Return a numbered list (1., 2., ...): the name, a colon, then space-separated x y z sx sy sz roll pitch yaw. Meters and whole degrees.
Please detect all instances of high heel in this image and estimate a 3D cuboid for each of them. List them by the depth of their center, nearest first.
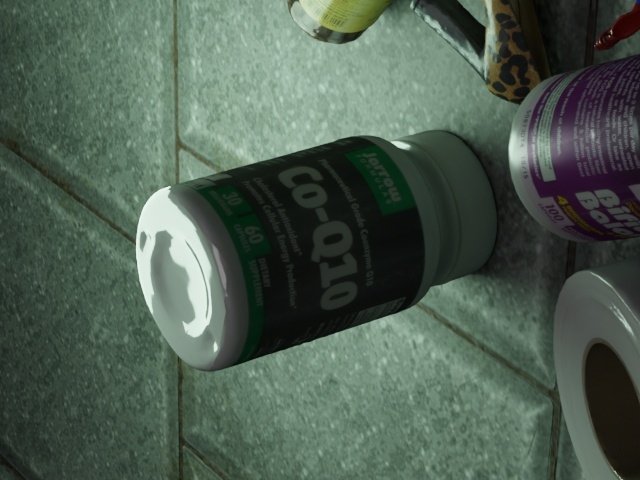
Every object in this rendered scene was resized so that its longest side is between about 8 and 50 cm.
1. high heel: 0.217 -0.262 1.989 0.186 0.093 0.261 44 133 12

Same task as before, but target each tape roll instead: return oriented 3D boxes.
1. tape roll: 0.324 0.153 1.901 0.286 0.100 0.286 167 90 -76

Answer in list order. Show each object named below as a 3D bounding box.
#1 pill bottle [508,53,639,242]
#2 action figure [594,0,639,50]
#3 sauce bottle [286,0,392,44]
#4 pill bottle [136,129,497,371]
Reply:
1. pill bottle: 0.320 -0.091 1.799 0.301 0.169 0.169 -10 96 59
2. action figure: 0.261 -0.211 1.775 0.139 0.280 0.091 -33 111 25
3. sauce bottle: 0.073 -0.337 2.128 0.111 0.111 0.344 65 148 13
4. pill bottle: 0.000 0.000 2.161 0.204 0.361 0.204 32 130 47
